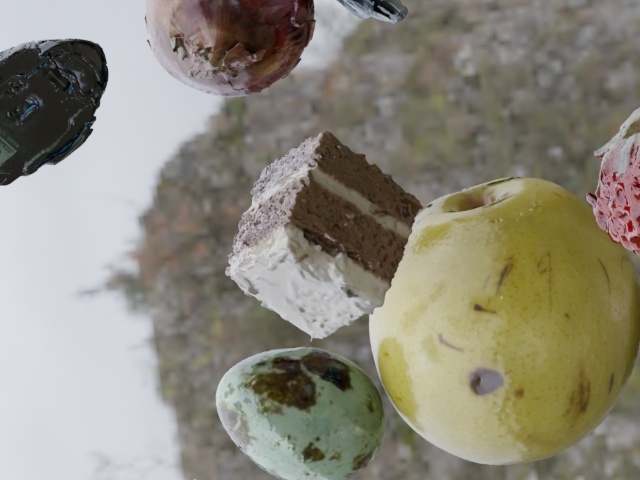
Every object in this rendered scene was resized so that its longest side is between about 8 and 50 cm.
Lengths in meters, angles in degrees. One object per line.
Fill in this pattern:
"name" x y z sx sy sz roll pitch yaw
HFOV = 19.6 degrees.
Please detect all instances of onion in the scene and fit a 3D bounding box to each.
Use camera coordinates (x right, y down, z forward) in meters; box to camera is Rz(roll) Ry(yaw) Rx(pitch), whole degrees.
"onion" -0.118 -0.269 2.345 0.163 0.230 0.230 -84 -16 -55

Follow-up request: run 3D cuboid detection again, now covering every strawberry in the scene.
"strawberry" 0.380 -0.028 1.709 0.244 0.205 0.205 50 -164 -11

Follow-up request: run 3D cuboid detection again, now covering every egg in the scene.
"egg" -0.025 0.212 2.272 0.231 0.169 0.169 19 -128 -31

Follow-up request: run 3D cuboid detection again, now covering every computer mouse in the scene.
"computer mouse" -0.325 -0.136 1.956 0.146 0.242 0.077 48 -172 -38

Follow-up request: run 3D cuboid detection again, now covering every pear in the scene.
"pear" 0.225 0.095 2.268 0.348 0.348 0.348 -8 -90 -82

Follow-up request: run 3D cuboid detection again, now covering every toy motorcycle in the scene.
"toy motorcycle" 0.045 -0.326 2.364 0.193 0.061 0.124 37 166 47

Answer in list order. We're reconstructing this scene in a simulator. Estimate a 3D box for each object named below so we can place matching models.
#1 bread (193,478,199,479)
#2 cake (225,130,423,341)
"bread" -0.151 0.495 2.790 0.240 0.178 0.135 45 174 28
"cake" 0.000 0.000 1.747 0.134 0.135 0.147 -29 33 55
